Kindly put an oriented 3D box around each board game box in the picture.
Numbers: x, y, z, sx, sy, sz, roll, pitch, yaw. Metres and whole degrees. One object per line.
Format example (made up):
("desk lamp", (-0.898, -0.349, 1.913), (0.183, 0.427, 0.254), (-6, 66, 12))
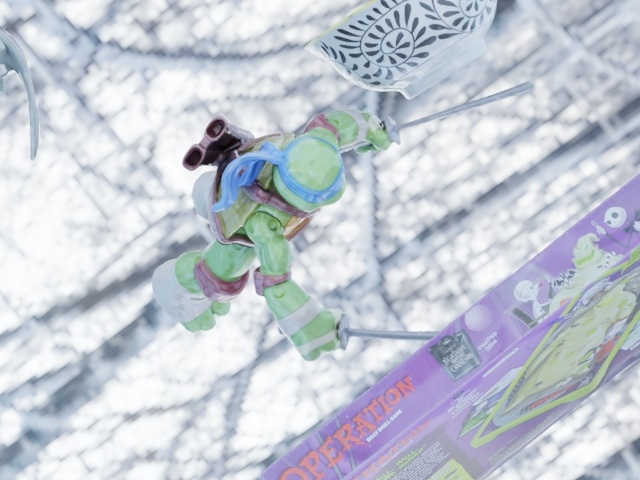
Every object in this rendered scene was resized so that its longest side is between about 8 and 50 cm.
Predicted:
("board game box", (0.131, 0.098, 1.343), (0.056, 0.347, 0.208), (52, 180, 21))

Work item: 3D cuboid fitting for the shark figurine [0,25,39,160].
("shark figurine", (-0.273, -0.094, 1.270), (0.166, 0.278, 0.116), (-18, -72, -63))

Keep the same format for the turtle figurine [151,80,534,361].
("turtle figurine", (0.000, 0.000, 1.475), (0.274, 0.266, 0.198), (-5, -97, -30))

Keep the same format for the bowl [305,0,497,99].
("bowl", (0.079, -0.163, 1.485), (0.080, 0.170, 0.170), (59, -163, -3))
